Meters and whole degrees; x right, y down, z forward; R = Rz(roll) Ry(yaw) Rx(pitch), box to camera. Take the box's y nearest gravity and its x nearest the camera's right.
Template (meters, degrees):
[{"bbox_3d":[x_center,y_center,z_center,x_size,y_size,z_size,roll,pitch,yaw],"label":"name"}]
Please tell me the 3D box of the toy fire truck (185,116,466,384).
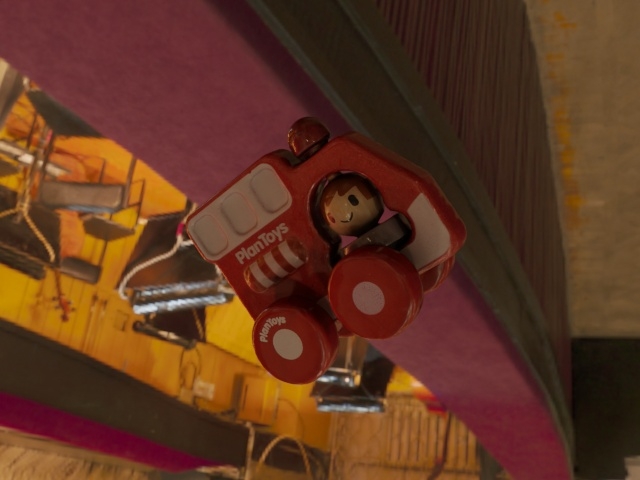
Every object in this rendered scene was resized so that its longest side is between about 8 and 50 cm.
[{"bbox_3d":[0.000,0.000,0.835,0.302,0.254,0.169,-35,180,32],"label":"toy fire truck"}]
